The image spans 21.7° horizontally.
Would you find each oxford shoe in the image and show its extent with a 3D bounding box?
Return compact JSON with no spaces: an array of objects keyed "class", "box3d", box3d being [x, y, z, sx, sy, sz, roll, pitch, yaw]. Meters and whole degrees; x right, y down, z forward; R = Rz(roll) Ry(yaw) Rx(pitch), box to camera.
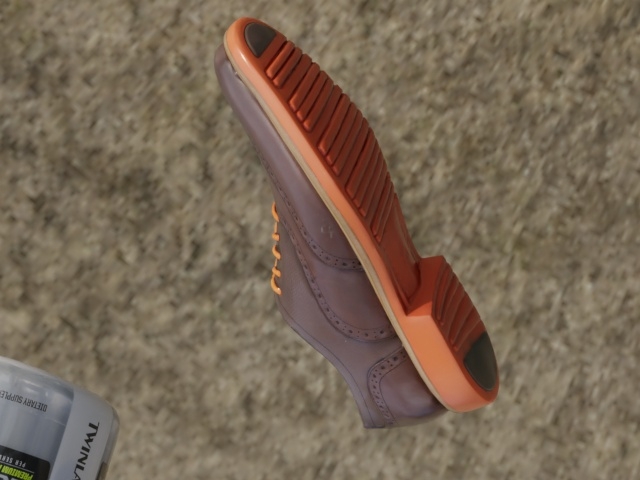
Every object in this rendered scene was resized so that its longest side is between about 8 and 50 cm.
[{"class":"oxford shoe","box3d":[0.000,0.000,0.973,0.098,0.097,0.271,-24,105,24]}]

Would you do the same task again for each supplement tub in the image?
[{"class":"supplement tub","box3d":[-0.292,0.257,1.326,0.194,0.316,0.193,14,162,4]}]
